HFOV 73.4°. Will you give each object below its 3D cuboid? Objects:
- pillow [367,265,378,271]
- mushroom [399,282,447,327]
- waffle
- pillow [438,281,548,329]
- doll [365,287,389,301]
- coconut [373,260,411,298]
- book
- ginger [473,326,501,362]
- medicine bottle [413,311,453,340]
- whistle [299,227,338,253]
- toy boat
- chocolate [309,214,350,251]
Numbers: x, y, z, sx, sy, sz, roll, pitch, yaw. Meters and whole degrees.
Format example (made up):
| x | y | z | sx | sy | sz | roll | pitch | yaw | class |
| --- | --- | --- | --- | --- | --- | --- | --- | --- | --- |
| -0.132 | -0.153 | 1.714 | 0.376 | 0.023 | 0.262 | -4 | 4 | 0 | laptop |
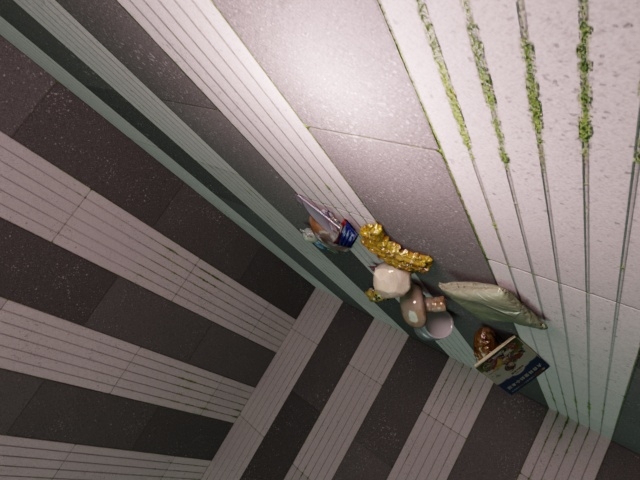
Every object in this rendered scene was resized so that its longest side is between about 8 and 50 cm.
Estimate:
| x | y | z | sx | sy | sz | roll | pitch | yaw | class |
| --- | --- | --- | --- | --- | --- | --- | --- | --- | --- |
| 0.307 | 0.151 | 2.043 | 0.118 | 0.043 | 0.185 | 30 | 174 | -22 | pillow |
| 0.449 | 0.280 | 1.944 | 0.206 | 0.209 | 0.206 | 48 | -167 | -15 | mushroom |
| 0.266 | 0.041 | 1.614 | 0.292 | 0.069 | 0.260 | 33 | 168 | -1 | waffle |
| 0.591 | 0.217 | 1.487 | 0.274 | 0.076 | 0.280 | 34 | 163 | -24 | pillow |
| 0.344 | 0.330 | 2.604 | 0.117 | 0.086 | 0.291 | 36 | 167 | 1 | doll |
| 0.297 | 0.152 | 1.782 | 0.160 | 0.163 | 0.161 | -8 | -177 | 0 | coconut |
| 0.862 | 0.564 | 1.923 | 0.322 | 0.228 | 0.018 | 37 | -162 | -26 | book |
| 0.815 | 0.535 | 1.999 | 0.321 | 0.173 | 0.165 | 37 | 174 | -28 | ginger |
| 0.578 | 0.434 | 2.214 | 0.165 | 0.165 | 0.273 | 30 | 170 | 9 | medicine bottle |
| 0.000 | 0.000 | 2.146 | 0.235 | 0.077 | 0.114 | 31 | 180 | -27 | whistle |
| 0.023 | -0.066 | 1.750 | 0.318 | 0.072 | 0.219 | 28 | 156 | 30 | toy boat |
| 0.037 | -0.016 | 1.938 | 0.156 | 0.080 | 0.254 | 25 | 167 | 30 | chocolate |
